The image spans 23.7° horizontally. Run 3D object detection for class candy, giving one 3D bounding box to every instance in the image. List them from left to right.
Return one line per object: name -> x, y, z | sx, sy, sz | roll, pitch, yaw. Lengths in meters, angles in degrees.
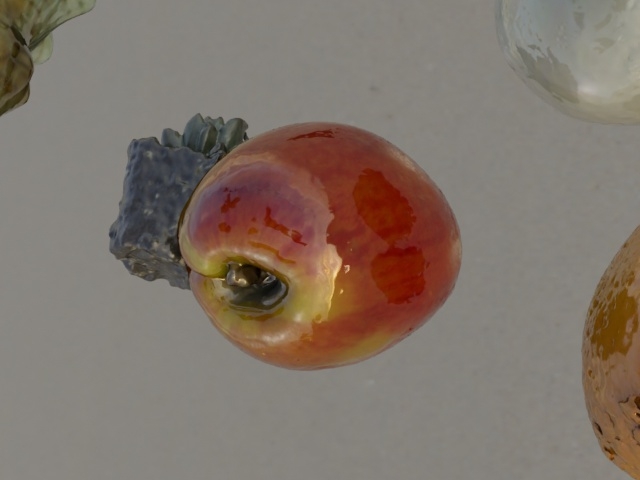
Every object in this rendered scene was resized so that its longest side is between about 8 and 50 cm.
candy -> 0.280, -0.235, 1.352 | 0.295, 0.185, 0.295 | -17, 62, 35

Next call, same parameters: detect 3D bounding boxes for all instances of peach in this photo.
peach -> 0.000, 0.000, 1.502 | 0.281, 0.281, 0.238 | 34, 132, 52

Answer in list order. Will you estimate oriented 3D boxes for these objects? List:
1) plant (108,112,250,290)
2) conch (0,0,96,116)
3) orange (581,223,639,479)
plant -> -0.145, -0.050, 1.652 | 0.132, 0.129, 0.194 | 13, 63, 21
conch -> -0.246, -0.169, 0.844 | 0.169, 0.203, 0.386 | -56, 46, 25
orange -> 0.398, 0.092, 1.327 | 0.340, 0.340, 0.293 | -11, 58, 57
